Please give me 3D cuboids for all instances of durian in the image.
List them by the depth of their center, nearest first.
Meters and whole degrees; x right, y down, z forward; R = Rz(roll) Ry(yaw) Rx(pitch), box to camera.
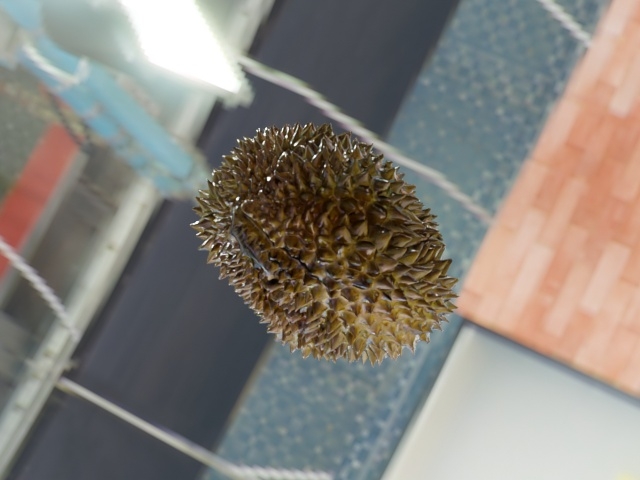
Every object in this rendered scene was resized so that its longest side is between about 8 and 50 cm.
[{"bbox_3d":[0.000,0.000,1.086,0.168,0.158,0.137,31,-97,-61],"label":"durian"}]
